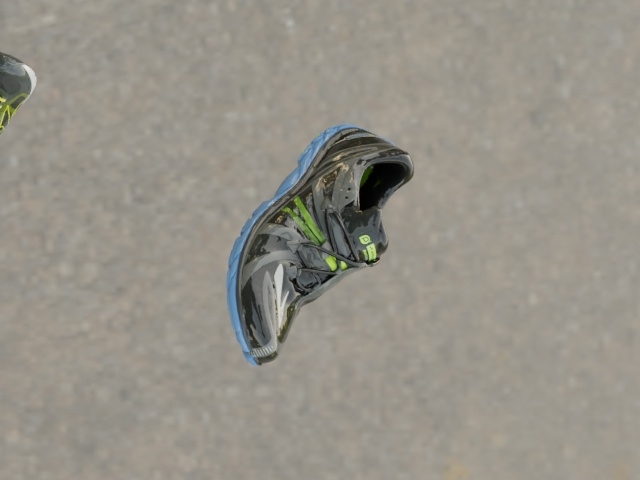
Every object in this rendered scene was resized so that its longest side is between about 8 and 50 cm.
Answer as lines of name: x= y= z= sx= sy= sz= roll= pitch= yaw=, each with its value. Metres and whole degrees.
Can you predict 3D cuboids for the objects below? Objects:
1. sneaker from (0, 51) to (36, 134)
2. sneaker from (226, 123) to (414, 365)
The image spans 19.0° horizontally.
sneaker: x=-0.172 y=-0.068 z=1.001 sx=0.031 sy=0.083 sz=0.035 roll=24 pitch=57 yaw=-9
sneaker: x=0.000 y=0.000 z=1.236 sx=0.188 sy=0.078 sz=0.067 roll=-57 pitch=146 yaw=-29
